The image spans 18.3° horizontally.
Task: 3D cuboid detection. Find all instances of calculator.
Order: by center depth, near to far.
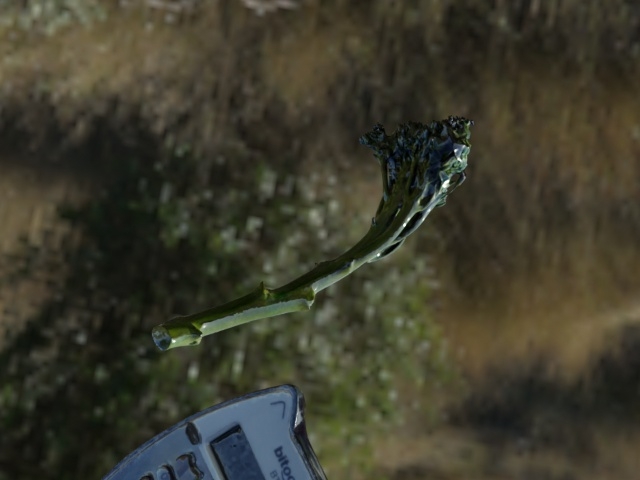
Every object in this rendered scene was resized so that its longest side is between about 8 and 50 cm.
[{"bbox_3d":[-0.088,0.228,1.515,0.268,0.177,0.040,-31,164,23],"label":"calculator"}]

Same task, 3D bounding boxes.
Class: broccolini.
[{"bbox_3d":[0.004,0.006,0.929,0.054,0.194,0.052,7,130,52],"label":"broccolini"}]
